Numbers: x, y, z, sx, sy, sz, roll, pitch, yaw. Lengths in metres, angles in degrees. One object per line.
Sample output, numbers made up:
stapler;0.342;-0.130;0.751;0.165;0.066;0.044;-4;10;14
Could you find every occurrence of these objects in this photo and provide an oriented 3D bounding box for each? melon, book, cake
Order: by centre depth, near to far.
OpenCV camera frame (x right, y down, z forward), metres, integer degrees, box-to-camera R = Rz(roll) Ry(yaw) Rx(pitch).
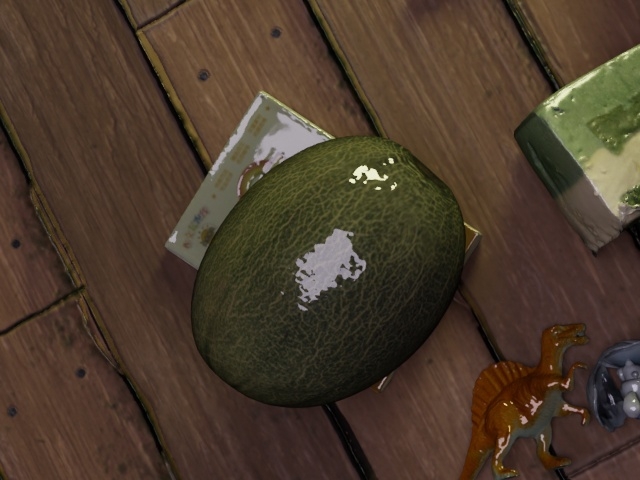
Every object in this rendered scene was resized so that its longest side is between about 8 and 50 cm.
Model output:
cake;0.344;-0.124;1.858;0.284;0.172;0.158;-35;83;9
melon;0.006;0.037;1.886;0.301;0.237;0.237;-46;79;10
book;0.000;0.000;2.019;0.295;0.020;0.208;33;98;13

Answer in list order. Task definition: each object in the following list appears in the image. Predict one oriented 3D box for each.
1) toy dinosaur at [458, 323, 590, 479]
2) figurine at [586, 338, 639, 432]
toy dinosaur;0.196;0.181;1.949;0.212;0.057;0.142;-20;73;12
figurine;0.316;0.152;1.902;0.082;0.094;0.086;-14;60;30
